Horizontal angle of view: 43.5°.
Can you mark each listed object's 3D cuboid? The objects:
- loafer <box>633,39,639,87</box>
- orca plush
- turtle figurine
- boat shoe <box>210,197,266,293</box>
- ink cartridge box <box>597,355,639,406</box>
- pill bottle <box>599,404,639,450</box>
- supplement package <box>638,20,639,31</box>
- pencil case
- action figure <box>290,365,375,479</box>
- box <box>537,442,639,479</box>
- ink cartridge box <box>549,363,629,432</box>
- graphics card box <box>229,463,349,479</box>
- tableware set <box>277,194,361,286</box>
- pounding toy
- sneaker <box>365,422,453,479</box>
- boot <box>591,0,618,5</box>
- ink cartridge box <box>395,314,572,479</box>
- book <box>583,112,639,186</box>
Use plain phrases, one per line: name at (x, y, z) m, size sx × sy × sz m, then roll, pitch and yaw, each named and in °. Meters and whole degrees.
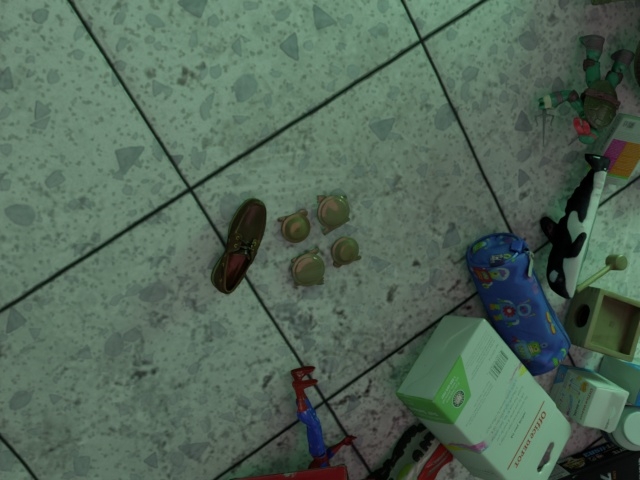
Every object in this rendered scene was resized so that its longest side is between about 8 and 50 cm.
loafer at (0.690, -0.327, 1.593) m, size 0.268 × 0.101 × 0.092 m, roll 54°, pitch 46°, yaw -42°
orca plush at (0.487, -0.035, 1.597) m, size 0.102 × 0.151 × 0.288 m, roll 16°, pitch 110°, yaw 21°
turtle figurine at (0.523, -0.267, 1.551) m, size 0.175 × 0.118 × 0.234 m, roll 23°, pitch 85°, yaw -34°
boat shoe at (-0.136, 0.013, 1.410) m, size 0.064 × 0.060 × 0.178 m, roll 21°, pitch 95°, yaw -23°
ink cartridge box at (0.742, 0.317, 1.761) m, size 0.230 × 0.134 × 0.078 m, roll 13°, pitch 98°, yaw -21°
pill bottle at (0.665, 0.401, 1.725) m, size 0.094 × 0.169 × 0.094 m, roll -1°, pitch 79°, yaw 5°
supplement package at (0.770, -0.469, 1.490) m, size 0.175 × 0.293 × 0.178 m, roll 1°, pitch 102°, yaw -20°
pencil case at (0.397, 0.125, 1.593) m, size 0.119 × 0.133 × 0.306 m, roll -51°, pitch 121°, yaw -43°
action figure at (0.027, 0.380, 1.536) m, size 0.138 × 0.091 × 0.281 m, roll -6°, pitch 106°, yaw -1°
box at (0.614, 0.622, 1.827) m, size 0.293 × 0.073 × 0.296 m, roll -13°, pitch 108°, yaw -16°
ink cartridge box at (0.570, 0.335, 1.698) m, size 0.089 × 0.143 × 0.092 m, roll 13°, pitch 98°, yaw -22°
graphics card box at (-0.029, 0.613, 1.528) m, size 0.232 × 0.094 × 0.371 m, roll -9°, pitch 113°, yaw 6°
tableware set at (0.000, 0.000, 1.478) m, size 0.141 × 0.020 × 0.169 m, roll -20°, pitch 110°, yaw -12°
pounding toy at (0.582, 0.127, 1.685) m, size 0.181 × 0.094 × 0.206 m, roll 18°, pitch 87°, yaw -18°
sneaker at (0.169, 0.506, 1.621) m, size 0.279 × 0.107 × 0.118 m, roll -48°, pitch 119°, yaw -3°
boot at (0.582, -0.547, 1.505) m, size 0.164 × 0.077 × 0.213 m, roll -1°, pitch 86°, yaw 7°
ink cartridge box at (0.333, 0.340, 1.597) m, size 0.353 × 0.119 × 0.207 m, roll 48°, pitch 63°, yaw -22°
book at (0.601, -0.181, 1.607) m, size 0.096 × 0.035 × 0.144 m, roll 6°, pitch 126°, yaw -24°
